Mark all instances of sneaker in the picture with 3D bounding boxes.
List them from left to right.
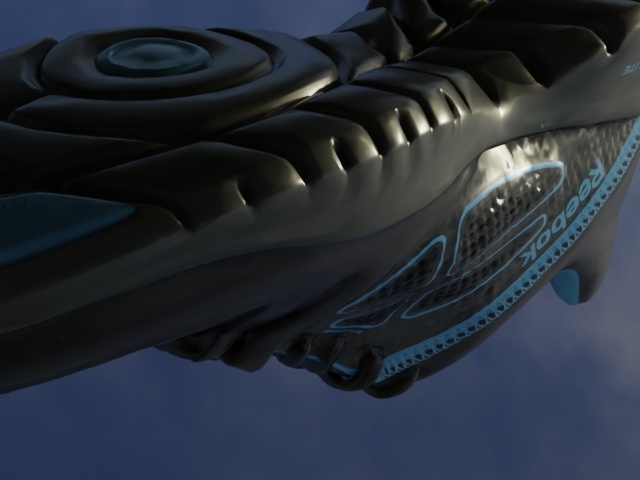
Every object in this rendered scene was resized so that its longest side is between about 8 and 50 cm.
[{"bbox_3d":[0.000,0.000,0.537,0.340,0.140,0.125,-19,-146,-39],"label":"sneaker"}]
